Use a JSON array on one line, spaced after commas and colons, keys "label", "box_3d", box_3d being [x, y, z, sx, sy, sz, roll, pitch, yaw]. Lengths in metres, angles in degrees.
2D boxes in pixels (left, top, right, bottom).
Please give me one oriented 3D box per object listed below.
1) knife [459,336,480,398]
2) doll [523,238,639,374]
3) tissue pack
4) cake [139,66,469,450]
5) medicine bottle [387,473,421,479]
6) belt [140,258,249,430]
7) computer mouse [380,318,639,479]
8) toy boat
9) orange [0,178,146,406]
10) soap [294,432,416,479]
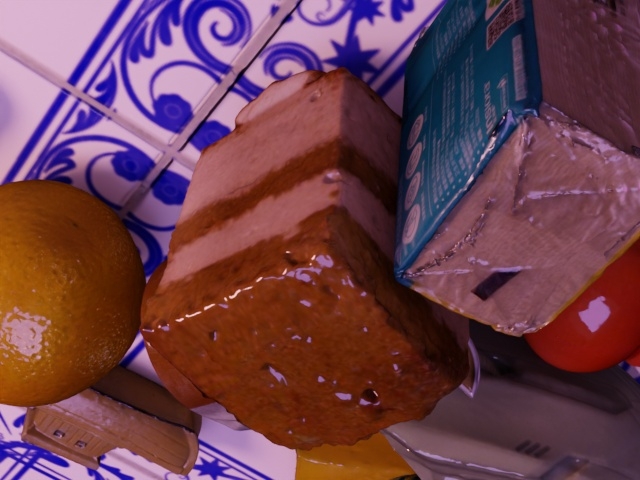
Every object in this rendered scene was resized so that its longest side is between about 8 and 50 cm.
[{"label": "knife", "box_3d": [0.072, 0.038, 0.999, 0.046, 0.022, 0.256, -38, 79, 8]}, {"label": "doll", "box_3d": [0.252, 0.051, 0.992, 0.290, 0.130, 0.161, 23, 135, -1]}, {"label": "tissue pack", "box_3d": [0.151, -0.092, 0.789, 0.134, 0.271, 0.192, 21, 134, -12]}, {"label": "cake", "box_3d": [0.000, 0.000, 0.892, 0.196, 0.293, 0.199, -27, 127, 30]}, {"label": "medicine bottle", "box_3d": [0.046, 0.332, 1.169, 0.239, 0.124, 0.124, -22, 124, 28]}, {"label": "belt", "box_3d": [-0.059, 0.091, 1.033, 0.105, 0.184, 0.261, -15, 158, 24]}, {"label": "computer mouse", "box_3d": [0.231, 0.187, 1.058, 0.429, 0.228, 0.145, 28, 127, -11]}, {"label": "toy boat", "box_3d": [-0.288, 0.194, 1.254, 0.321, 0.089, 0.121, 28, 116, -20]}, {"label": "orange", "box_3d": [-0.282, 0.052, 1.051, 0.236, 0.236, 0.236, 6, 133, 7]}, {"label": "soap", "box_3d": [0.061, 0.337, 1.314, 0.204, 0.096, 0.324, 9, 133, 5]}]
